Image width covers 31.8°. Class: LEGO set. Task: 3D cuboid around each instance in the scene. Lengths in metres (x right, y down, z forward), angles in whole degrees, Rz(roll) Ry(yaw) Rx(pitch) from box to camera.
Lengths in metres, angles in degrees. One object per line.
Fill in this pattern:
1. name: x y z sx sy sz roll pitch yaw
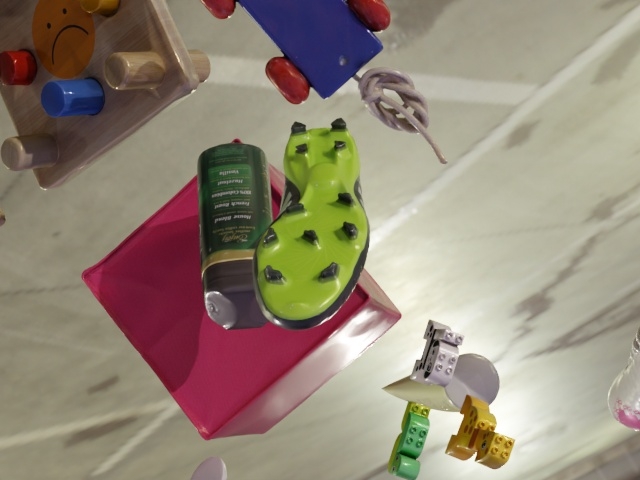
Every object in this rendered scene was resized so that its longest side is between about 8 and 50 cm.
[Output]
1. LEGO set: 0.108 0.186 0.948 0.087 0.227 0.093 21 170 -12

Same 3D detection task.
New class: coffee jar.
1. coffee jar: -0.086 -0.004 1.165 0.079 0.184 0.096 -5 147 -3

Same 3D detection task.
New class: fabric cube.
1. fabric cube: -0.087 0.069 1.386 0.254 0.259 0.258 -40 166 5

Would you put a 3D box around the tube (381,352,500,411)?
1. tube: 0.135 0.164 1.256 0.062 0.070 0.240 -40 177 -13

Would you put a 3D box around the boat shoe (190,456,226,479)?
1. boat shoe: -0.133 0.325 1.329 0.049 0.142 0.040 -15 133 21

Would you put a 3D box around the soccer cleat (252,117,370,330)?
1. soccer cleat: 0.000 0.000 0.619 0.060 0.179 0.072 -2 124 7

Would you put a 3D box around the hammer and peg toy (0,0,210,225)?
1. hammer and peg toy: -0.294 -0.188 1.203 0.361 0.266 0.127 -30 172 36

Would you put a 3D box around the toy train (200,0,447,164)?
1. toy train: 0.007 -0.153 0.915 0.105 0.248 0.143 -41 -175 2

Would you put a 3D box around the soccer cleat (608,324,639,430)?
1. soccer cleat: 0.372 0.112 1.157 0.116 0.143 0.331 -53 -176 -22
